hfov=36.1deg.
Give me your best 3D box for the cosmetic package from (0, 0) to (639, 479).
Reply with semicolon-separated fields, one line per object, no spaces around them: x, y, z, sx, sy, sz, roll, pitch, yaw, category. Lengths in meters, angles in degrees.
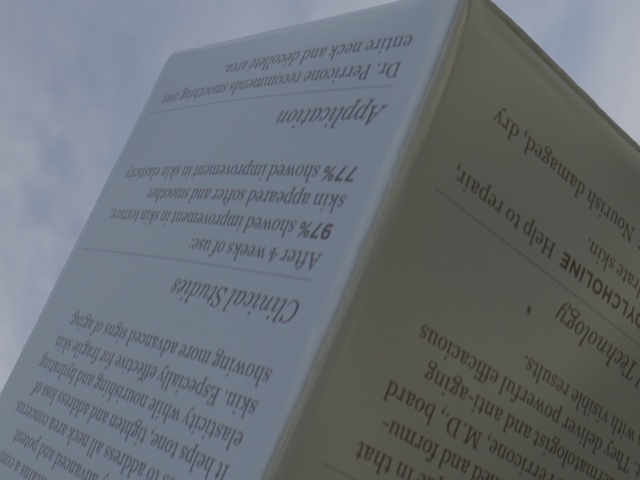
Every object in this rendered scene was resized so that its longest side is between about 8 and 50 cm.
0.017;0.105;0.660;0.327;0.329;0.394;33;-106;-34;cosmetic package
